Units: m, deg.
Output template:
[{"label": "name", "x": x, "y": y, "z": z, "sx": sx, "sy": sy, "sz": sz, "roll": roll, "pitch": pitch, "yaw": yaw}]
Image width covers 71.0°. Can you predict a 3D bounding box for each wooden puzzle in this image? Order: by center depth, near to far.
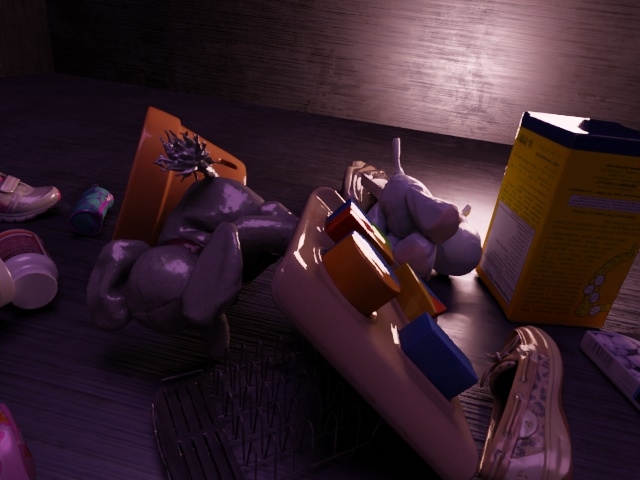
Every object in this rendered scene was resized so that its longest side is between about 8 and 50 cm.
[{"label": "wooden puzzle", "x": 0.094, "y": 0.077, "z": 0.600, "sx": 0.322, "sy": 0.080, "sz": 0.348, "roll": 48, "pitch": 20, "yaw": -12}]

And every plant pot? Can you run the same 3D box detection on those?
[{"label": "plant pot", "x": -0.275, "y": -0.091, "z": 0.889, "sx": 0.203, "sy": 0.291, "sz": 0.291, "roll": 14, "pitch": 21, "yaw": -25}]

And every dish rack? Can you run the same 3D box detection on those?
[{"label": "dish rack", "x": -0.063, "y": 0.196, "z": 0.555, "sx": 0.271, "sy": 0.074, "sz": 0.208, "roll": -8, "pitch": 29, "yaw": -29}]

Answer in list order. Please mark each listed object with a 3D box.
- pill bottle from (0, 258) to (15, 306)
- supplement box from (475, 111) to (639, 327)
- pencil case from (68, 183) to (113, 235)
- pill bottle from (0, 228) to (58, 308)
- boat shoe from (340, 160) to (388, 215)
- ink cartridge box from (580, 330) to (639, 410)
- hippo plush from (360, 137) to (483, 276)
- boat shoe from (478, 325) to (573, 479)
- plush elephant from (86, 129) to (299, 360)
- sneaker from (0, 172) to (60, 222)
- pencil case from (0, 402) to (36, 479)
[{"label": "pill bottle", "x": -0.536, "y": 0.096, "z": 0.550, "sx": 0.146, "sy": 0.146, "sz": 0.264, "roll": 18, "pitch": 27, "yaw": 21}, {"label": "supplement box", "x": 0.461, "y": -0.039, "z": 0.853, "sx": 0.195, "sy": 0.357, "sz": 0.194, "roll": 5, "pitch": 26, "yaw": -5}, {"label": "pencil case", "x": -0.503, "y": -0.068, "z": 0.992, "sx": 0.070, "sy": 0.065, "sz": 0.152, "roll": -22, "pitch": 31, "yaw": -3}, {"label": "pill bottle", "x": -0.485, "y": 0.047, "z": 0.734, "sx": 0.086, "sy": 0.086, "sz": 0.152, "roll": -14, "pitch": 32, "yaw": -37}, {"label": "boat shoe", "x": 0.131, "y": -0.142, "z": 1.242, "sx": 0.130, "sy": 0.132, "sz": 0.355, "roll": 11, "pitch": 27, "yaw": 8}, {"label": "ink cartridge box", "x": 0.567, "y": 0.222, "z": 0.704, "sx": 0.208, "sy": 0.045, "sz": 0.206, "roll": 5, "pitch": 25, "yaw": -9}, {"label": "hippo plush", "x": 0.211, "y": -0.011, "z": 0.973, "sx": 0.236, "sy": 0.234, "sz": 0.294, "roll": 26, "pitch": 27, "yaw": -39}, {"label": "boat shoe", "x": 0.259, "y": 0.202, "z": 0.592, "sx": 0.089, "sy": 0.105, "sz": 0.285, "roll": 16, "pitch": 27, "yaw": 12}, {"label": "plush elephant", "x": -0.161, "y": 0.044, "z": 0.644, "sx": 0.271, "sy": 0.330, "sz": 0.256, "roll": -1, "pitch": 52, "yaw": 34}, {"label": "sneaker", "x": -0.703, "y": -0.105, "z": 0.961, "sx": 0.252, "sy": 0.111, "sz": 0.103, "roll": -6, "pitch": 29, "yaw": -27}, {"label": "pencil case", "x": -0.378, "y": 0.236, "z": 0.335, "sx": 0.284, "sy": 0.124, "sz": 0.124, "roll": -19, "pitch": 36, "yaw": -40}]
